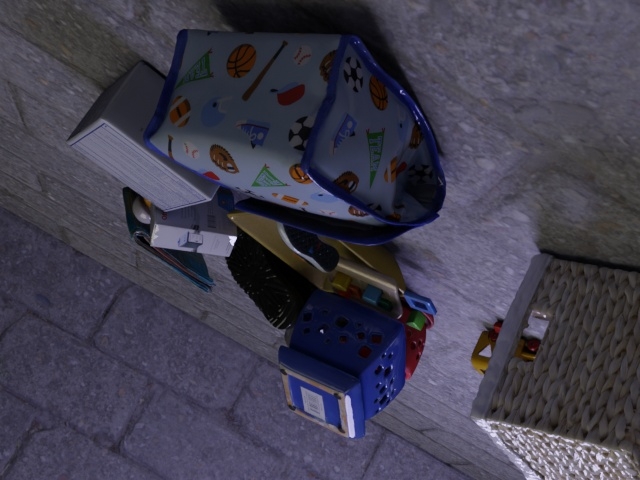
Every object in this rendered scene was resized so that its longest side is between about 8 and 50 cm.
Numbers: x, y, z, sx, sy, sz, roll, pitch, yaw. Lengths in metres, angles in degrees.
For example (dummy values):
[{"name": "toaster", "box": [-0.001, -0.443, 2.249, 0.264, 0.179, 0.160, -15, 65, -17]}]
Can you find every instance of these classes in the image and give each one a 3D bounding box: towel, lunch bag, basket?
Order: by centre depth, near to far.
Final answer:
[{"name": "lunch bag", "box": [-0.017, -0.139, 1.239, 0.327, 0.239, 0.385, 15, 173, 34]}, {"name": "basket", "box": [0.477, 0.250, 1.361, 0.266, 0.328, 0.331, 9, 152, 42]}, {"name": "towel", "box": [-0.418, -0.014, 2.184, 0.271, 0.040, 0.370, 39, -173, -27]}]

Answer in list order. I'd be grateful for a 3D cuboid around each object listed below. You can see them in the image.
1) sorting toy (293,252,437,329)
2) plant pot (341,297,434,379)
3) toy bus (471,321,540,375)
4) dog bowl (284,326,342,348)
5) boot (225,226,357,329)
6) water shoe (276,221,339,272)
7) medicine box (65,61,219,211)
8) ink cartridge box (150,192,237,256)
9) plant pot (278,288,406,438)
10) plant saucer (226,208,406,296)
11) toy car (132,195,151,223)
[{"name": "sorting toy", "box": [0.085, 0.109, 1.747, 0.347, 0.047, 0.196, 23, 160, 18]}, {"name": "plant pot", "box": [0.169, 0.219, 1.954, 0.191, 0.174, 0.191, 26, 162, 9]}, {"name": "toy bus", "box": [0.445, 0.280, 1.824, 0.191, 0.104, 0.202, 28, 162, 2]}, {"name": "dog bowl", "box": [0.056, 0.295, 2.176, 0.348, 0.102, 0.349, 30, -167, -8]}, {"name": "boot", "box": [-0.078, 0.093, 2.060, 0.260, 0.131, 0.348, 1, -132, -51]}, {"name": "water shoe", "box": [-0.043, -0.001, 1.609, 0.080, 0.073, 0.203, 17, 156, 44]}, {"name": "medicine box", "box": [-0.346, -0.201, 1.659, 0.263, 0.149, 0.289, 38, 160, -23]}, {"name": "ink cartridge box", "box": [-0.298, -0.048, 1.878, 0.190, 0.140, 0.082, 8, 134, -18]}, {"name": "plant pot", "box": [0.040, 0.284, 1.775, 0.236, 0.212, 0.236, 20, 139, 26]}, {"name": "plant saucer", "box": [0.000, 0.000, 1.784, 0.332, 0.081, 0.333, 38, 159, -27]}, {"name": "toy car", "box": [-0.378, -0.104, 2.005, 0.182, 0.159, 0.136, 50, -173, -47]}]
